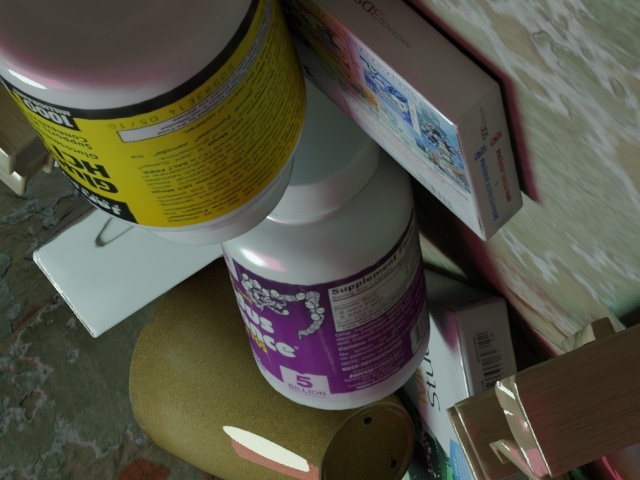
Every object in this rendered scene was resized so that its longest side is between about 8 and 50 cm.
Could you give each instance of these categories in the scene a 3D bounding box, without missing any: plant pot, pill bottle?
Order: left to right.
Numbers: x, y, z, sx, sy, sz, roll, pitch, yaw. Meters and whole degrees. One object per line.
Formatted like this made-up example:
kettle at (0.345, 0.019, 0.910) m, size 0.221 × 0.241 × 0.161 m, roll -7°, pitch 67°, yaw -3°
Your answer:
pill bottle at (-0.111, -0.118, 1.268) m, size 0.188 × 0.188 × 0.334 m, roll 45°, pitch 171°, yaw 20°
plant pot at (-0.026, 0.164, 1.880) m, size 0.254 × 0.237 × 0.237 m, roll 29°, pitch 161°, yaw 47°
pill bottle at (0.000, 0.000, 1.585) m, size 0.169 × 0.169 × 0.301 m, roll 42°, pitch 159°, yaw 33°

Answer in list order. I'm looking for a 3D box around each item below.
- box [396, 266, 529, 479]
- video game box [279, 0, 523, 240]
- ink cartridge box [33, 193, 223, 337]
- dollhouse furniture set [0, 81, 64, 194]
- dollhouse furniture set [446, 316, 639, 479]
box at (0.117, 0.148, 1.813) m, size 0.322 × 0.058 × 0.232 m, roll -157°, pitch 54°, yaw -73°
video game box at (0.049, -0.112, 1.285) m, size 0.205 × 0.048 × 0.187 m, roll 44°, pitch 173°, yaw 24°
ink cartridge box at (-0.172, -0.031, 1.984) m, size 0.114 × 0.197 × 0.273 m, roll 54°, pitch -166°, yaw -10°
dollhouse furniture set at (-0.223, -0.174, 1.567) m, size 0.198 × 0.286 × 0.303 m, roll 47°, pitch 161°, yaw 7°
dollhouse furniture set at (0.294, 0.232, 1.311) m, size 0.362 × 0.256 × 0.394 m, roll 106°, pitch 142°, yaw -80°
